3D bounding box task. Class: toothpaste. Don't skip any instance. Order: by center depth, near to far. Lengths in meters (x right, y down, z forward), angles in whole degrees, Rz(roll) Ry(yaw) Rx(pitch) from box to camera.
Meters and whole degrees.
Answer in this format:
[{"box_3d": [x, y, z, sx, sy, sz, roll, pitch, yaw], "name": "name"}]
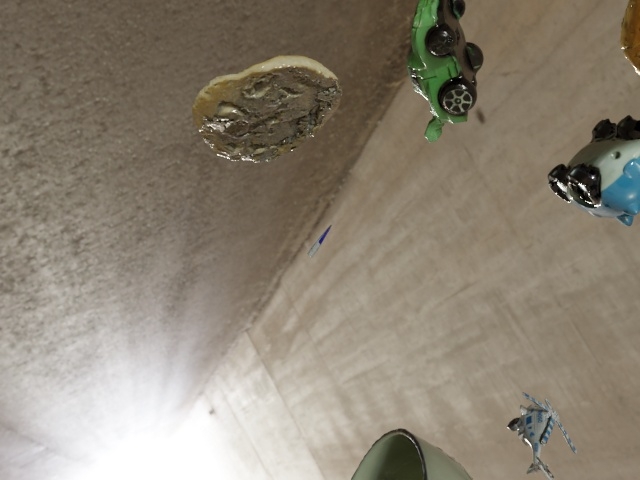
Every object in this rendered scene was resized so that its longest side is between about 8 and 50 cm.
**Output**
[{"box_3d": [0.000, 0.000, 1.557, 0.083, 0.015, 0.024, -55, -173, 5], "name": "toothpaste"}]

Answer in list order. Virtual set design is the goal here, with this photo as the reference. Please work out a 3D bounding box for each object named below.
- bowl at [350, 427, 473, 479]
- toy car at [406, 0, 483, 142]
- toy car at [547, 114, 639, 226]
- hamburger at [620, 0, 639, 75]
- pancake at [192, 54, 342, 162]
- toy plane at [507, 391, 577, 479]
[{"box_3d": [0.157, 0.495, 1.119, 0.354, 0.185, 0.354, -158, -90, -80], "name": "bowl"}, {"box_3d": [0.305, -0.445, 1.809, 0.176, 0.359, 0.213, -10, -139, 27], "name": "toy car"}, {"box_3d": [0.600, -0.127, 1.446, 0.188, 0.190, 0.255, -47, -174, 2], "name": "toy car"}, {"box_3d": [0.609, -0.366, 1.143, 0.244, 0.244, 0.163, -36, -174, 34], "name": "hamburger"}, {"box_3d": [-0.093, -0.229, 1.270, 0.282, 0.049, 0.282, -11, 157, -5], "name": "pancake"}, {"box_3d": [0.487, 0.451, 1.592, 0.107, 0.182, 0.273, -37, -157, 28], "name": "toy plane"}]
